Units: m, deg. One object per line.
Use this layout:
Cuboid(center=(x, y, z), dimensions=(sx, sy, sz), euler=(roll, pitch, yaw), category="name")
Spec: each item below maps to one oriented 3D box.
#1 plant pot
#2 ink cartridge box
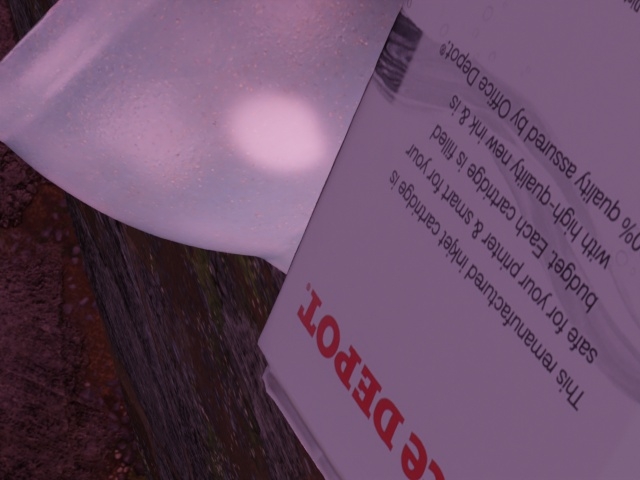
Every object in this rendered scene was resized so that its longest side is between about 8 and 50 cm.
Cuboid(center=(-0.020, -0.104, 0.993), dimensions=(0.196, 0.293, 0.293), euler=(45, 170, -10), category="plant pot")
Cuboid(center=(0.114, -0.024, 0.554), dimensions=(0.211, 0.121, 0.289), euler=(54, 127, 50), category="ink cartridge box")
